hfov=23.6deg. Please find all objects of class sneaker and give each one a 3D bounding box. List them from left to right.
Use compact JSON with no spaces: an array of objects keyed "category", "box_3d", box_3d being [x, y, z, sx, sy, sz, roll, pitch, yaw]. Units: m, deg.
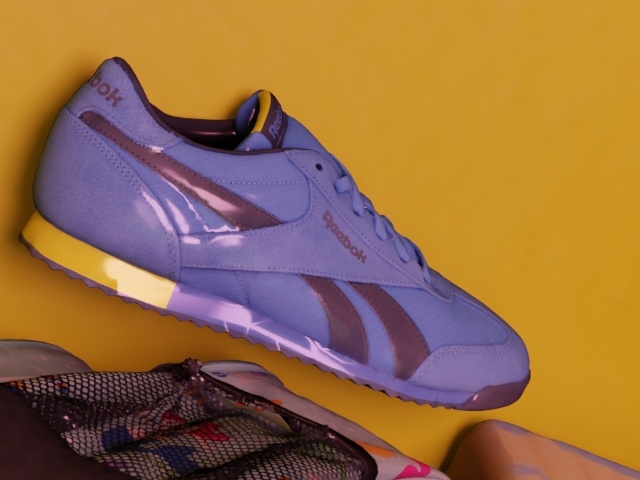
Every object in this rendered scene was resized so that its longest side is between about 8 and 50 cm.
[{"category":"sneaker","box_3d":[0.000,0.000,0.553,0.209,0.069,0.082,22,97,-23]}]

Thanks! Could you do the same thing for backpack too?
[{"category":"backpack","box_3d":[-0.068,0.143,0.501,0.253,0.191,0.225,4,111,-61]}]

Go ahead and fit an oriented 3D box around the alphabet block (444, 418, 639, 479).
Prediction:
[{"category":"alphabet block","box_3d":[0.117,0.211,0.572,0.192,0.197,0.193,20,104,-12]}]
